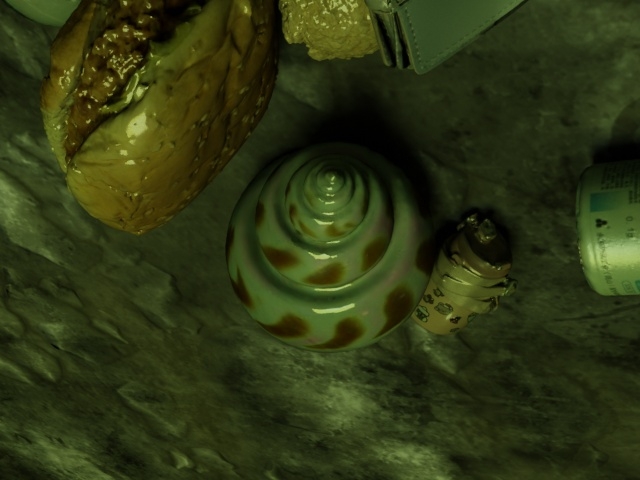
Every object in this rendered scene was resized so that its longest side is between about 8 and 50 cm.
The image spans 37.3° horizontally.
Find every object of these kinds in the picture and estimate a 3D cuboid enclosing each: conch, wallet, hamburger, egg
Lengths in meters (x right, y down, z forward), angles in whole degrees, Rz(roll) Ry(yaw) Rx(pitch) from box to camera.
[{"bbox_3d":[0.000,0.000,1.026,0.249,0.197,0.368,35,140,14],"label":"conch"},{"bbox_3d":[0.084,-0.247,0.708,0.069,0.170,0.231,37,162,43],"label":"wallet"},{"bbox_3d":[-0.130,-0.137,0.828,0.144,0.259,0.283,36,166,10],"label":"hamburger"},{"bbox_3d":[0.020,-0.215,0.797,0.118,0.116,0.140,-12,135,3],"label":"egg"}]

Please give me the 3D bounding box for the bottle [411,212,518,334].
[{"bbox_3d":[0.165,0.039,1.078,0.099,0.099,0.152,26,140,-9],"label":"bottle"}]

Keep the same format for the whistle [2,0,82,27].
[{"bbox_3d":[-0.246,-0.267,0.794,0.163,0.163,0.289,-18,160,40],"label":"whistle"}]

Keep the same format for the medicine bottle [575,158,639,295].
[{"bbox_3d":[0.338,-0.016,0.893,0.168,0.135,0.135,-5,137,28],"label":"medicine bottle"}]
